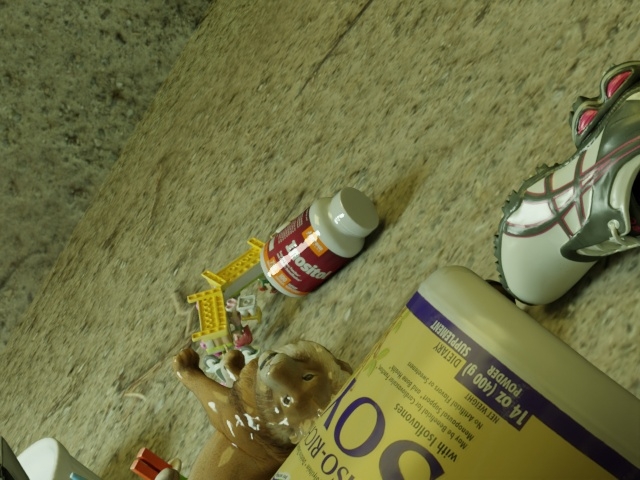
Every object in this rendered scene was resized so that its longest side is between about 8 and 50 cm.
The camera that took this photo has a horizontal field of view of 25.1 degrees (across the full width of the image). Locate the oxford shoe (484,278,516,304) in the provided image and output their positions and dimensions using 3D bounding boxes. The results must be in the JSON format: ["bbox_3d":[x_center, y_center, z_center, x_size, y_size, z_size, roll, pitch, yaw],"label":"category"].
[{"bbox_3d":[0.145,0.132,1.316,0.096,0.083,0.227,-3,49,38],"label":"oxford shoe"}]

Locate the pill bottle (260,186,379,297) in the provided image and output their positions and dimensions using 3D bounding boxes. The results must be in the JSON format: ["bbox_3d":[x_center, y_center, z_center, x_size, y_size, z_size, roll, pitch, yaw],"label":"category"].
[{"bbox_3d":[0.000,0.000,1.817,0.152,0.086,0.086,-40,23,33],"label":"pill bottle"}]

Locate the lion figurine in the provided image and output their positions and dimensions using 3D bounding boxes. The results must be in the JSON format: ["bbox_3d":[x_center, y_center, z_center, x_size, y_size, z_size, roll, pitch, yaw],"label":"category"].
[{"bbox_3d":[-0.106,0.263,1.571,0.240,0.142,0.392,38,107,42],"label":"lion figurine"}]

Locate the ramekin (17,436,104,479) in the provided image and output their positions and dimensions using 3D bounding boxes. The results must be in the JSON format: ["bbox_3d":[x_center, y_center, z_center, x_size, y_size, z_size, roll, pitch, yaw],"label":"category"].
[{"bbox_3d":[-0.379,0.414,1.906,0.277,0.135,0.277,-44,21,22],"label":"ramekin"}]

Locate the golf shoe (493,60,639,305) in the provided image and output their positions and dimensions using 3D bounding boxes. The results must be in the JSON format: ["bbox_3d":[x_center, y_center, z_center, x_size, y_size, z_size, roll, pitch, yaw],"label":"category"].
[{"bbox_3d":[0.239,-0.025,1.256,0.120,0.105,0.273,-112,35,-41],"label":"golf shoe"}]

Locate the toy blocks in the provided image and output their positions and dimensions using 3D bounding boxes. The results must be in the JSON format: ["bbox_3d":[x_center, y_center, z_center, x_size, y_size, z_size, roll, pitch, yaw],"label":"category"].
[{"bbox_3d":[-0.222,0.300,1.722,0.123,0.148,0.054,-51,20,7],"label":"toy blocks"}]

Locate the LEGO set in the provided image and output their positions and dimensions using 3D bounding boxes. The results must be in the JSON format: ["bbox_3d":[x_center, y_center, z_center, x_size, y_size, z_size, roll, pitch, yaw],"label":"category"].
[{"bbox_3d":[-0.094,0.096,1.905,0.132,0.107,0.287,-3,38,20],"label":"LEGO set"}]

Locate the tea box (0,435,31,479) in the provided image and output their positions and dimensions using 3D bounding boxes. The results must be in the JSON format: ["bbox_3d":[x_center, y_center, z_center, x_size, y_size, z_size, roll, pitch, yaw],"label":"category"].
[{"bbox_3d":[-0.318,0.426,1.386,0.220,0.329,0.323,-28,19,-5],"label":"tea box"}]

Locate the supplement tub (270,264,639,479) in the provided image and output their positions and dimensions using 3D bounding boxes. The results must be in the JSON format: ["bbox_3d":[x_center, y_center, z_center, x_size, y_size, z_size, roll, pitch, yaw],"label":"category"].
[{"bbox_3d":[0.085,0.211,1.048,0.331,0.241,0.241,-52,20,2],"label":"supplement tub"}]
